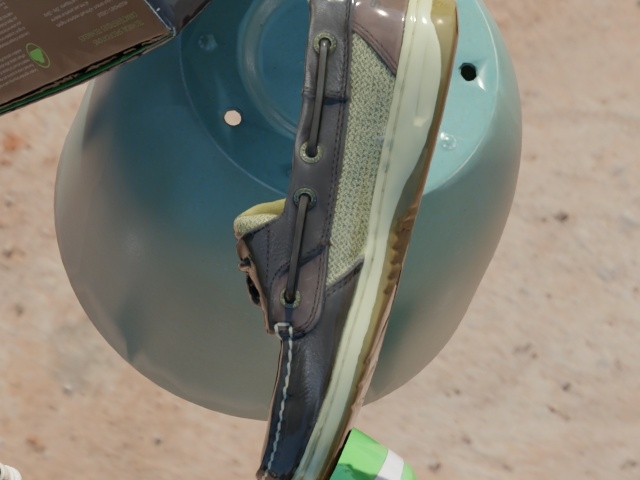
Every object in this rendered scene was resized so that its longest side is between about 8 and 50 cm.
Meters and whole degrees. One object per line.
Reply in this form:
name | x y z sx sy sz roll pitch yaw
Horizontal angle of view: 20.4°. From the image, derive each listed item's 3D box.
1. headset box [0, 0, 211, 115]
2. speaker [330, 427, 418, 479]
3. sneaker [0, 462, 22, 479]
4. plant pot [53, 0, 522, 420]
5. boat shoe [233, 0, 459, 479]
headset box | -0.080 -0.202 0.839 0.246 0.131 0.283 -12 31 54
speaker | 0.077 0.233 0.878 0.131 0.131 0.296 -44 93 3
sneaker | -0.266 0.165 1.256 0.109 0.044 0.040 -7 58 18
plant pot | -0.009 -0.060 1.083 0.293 0.235 0.293 4 70 -10
boat shoe | 0.000 0.000 0.750 0.073 0.080 0.223 16 102 4
